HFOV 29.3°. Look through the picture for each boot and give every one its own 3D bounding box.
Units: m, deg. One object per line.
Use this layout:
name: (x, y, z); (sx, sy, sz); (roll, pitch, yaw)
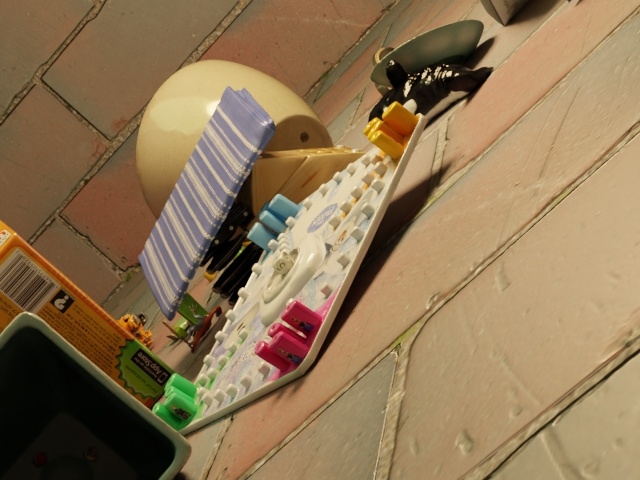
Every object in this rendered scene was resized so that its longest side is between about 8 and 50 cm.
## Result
boot: (0.169, -0.333, 2.237); (0.137, 0.077, 0.198); (-39, 25, 20)

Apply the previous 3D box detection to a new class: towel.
towel: (-0.175, -0.065, 1.881); (0.336, 0.040, 0.243); (-61, 25, 11)

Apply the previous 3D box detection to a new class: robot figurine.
robot figurine: (-0.444, 0.259, 2.430); (0.291, 0.085, 0.211); (-45, -4, 18)

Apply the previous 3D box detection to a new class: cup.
cup: (-0.114, -0.140, 2.097); (0.237, 0.331, 0.331); (12, 56, 48)

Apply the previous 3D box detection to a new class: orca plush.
orca plush: (0.129, -0.217, 1.808); (0.151, 0.102, 0.287); (-50, 10, -12)

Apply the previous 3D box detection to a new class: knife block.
knife block: (-0.054, -0.018, 1.897); (0.275, 0.242, 0.088); (-6, 12, -20)

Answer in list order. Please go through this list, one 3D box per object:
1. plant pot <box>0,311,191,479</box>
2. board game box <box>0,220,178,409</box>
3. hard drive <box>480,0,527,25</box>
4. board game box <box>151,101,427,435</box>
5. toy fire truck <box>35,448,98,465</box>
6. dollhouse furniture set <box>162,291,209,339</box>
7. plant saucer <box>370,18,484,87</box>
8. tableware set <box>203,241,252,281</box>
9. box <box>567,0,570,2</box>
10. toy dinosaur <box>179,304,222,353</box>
plant pot: (-0.312, 0.271, 1.417); (0.248, 0.247, 0.252); (-50, -7, -14)
board game box: (-0.522, 0.205, 1.997); (0.356, 0.356, 0.356); (-49, 25, -10)
hard drive: (0.355, -0.486, 1.770); (0.353, 0.047, 0.233); (-46, -19, 6)
board game box: (-0.049, 0.042, 1.551); (0.390, 0.050, 0.390); (-34, 25, 54)
toy fire truck: (-0.403, 0.263, 1.711); (0.302, 0.254, 0.169); (-26, 20, 35)
dollhouse furniture set: (-0.253, 0.134, 2.223); (0.076, 0.058, 0.151); (-50, 10, -17)
plant saucer: (0.172, -0.278, 1.903); (0.195, 0.037, 0.195); (-23, -10, -4)
tableware set: (-0.182, 0.035, 2.427); (0.154, 0.024, 0.104); (-37, 17, 43)
box: (0.340, -0.405, 1.605); (0.042, 0.109, 0.178); (-23, 25, 49)
toy dinosaur: (-0.190, 0.145, 2.027); (0.082, 0.047, 0.090); (-40, 42, -4)
